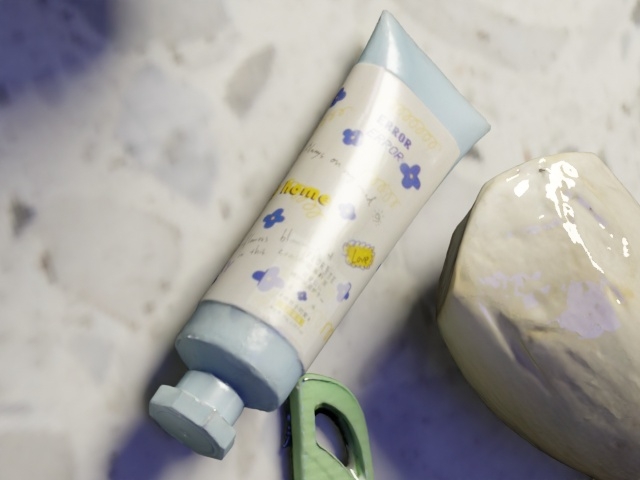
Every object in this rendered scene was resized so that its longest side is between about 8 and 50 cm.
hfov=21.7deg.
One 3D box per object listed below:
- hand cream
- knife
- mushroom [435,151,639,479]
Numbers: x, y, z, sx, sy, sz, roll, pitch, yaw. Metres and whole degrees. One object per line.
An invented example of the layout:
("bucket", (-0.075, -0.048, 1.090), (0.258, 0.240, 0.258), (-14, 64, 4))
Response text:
("hand cream", (0.000, 0.000, 0.586), (0.065, 0.043, 0.170), (46, 66, -25))
("knife", (0.016, 0.191, 0.626), (0.043, 0.020, 0.293), (-11, 99, -33))
("mushroom", (0.113, 0.049, 0.645), (0.212, 0.088, 0.097), (44, 37, -35))
